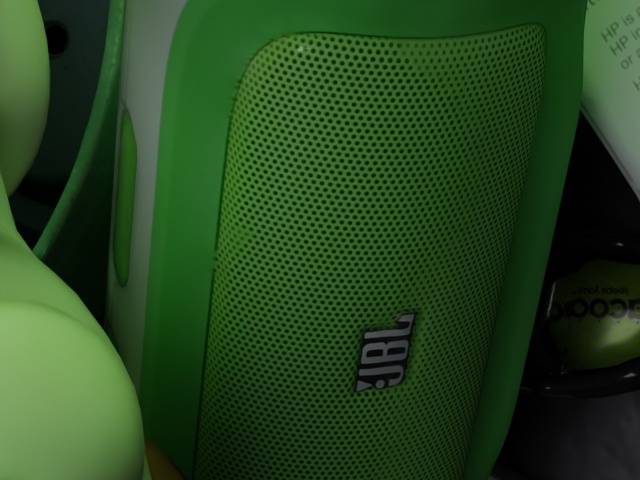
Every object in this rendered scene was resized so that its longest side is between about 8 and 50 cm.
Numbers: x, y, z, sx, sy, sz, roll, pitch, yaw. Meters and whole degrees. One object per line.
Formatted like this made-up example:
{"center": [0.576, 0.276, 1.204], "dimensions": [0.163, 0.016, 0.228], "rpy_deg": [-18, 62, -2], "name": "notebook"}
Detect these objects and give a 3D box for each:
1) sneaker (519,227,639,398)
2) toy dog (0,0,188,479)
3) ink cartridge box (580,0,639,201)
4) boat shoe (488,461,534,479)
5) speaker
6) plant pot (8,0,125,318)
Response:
{"center": [0.070, 0.026, 0.642], "dimensions": [0.170, 0.075, 0.063], "rpy_deg": [-6, 82, 28], "name": "sneaker"}
{"center": [-0.207, 0.013, 0.466], "dimensions": [0.408, 0.285, 0.395], "rpy_deg": [46, 123, 21], "name": "toy dog"}
{"center": [0.135, -0.187, 0.597], "dimensions": [0.223, 0.129, 0.307], "rpy_deg": [-38, 70, 22], "name": "ink cartridge box"}
{"center": [0.080, 0.111, 0.654], "dimensions": [0.100, 0.035, 0.035], "rpy_deg": [33, 98, 20], "name": "boat shoe"}
{"center": [0.000, 0.000, 0.554], "dimensions": [0.131, 0.131, 0.296], "rpy_deg": [27, 127, 27], "name": "speaker"}
{"center": [-0.141, -0.083, 0.693], "dimensions": [0.293, 0.196, 0.293], "rpy_deg": [0, 91, 28], "name": "plant pot"}
